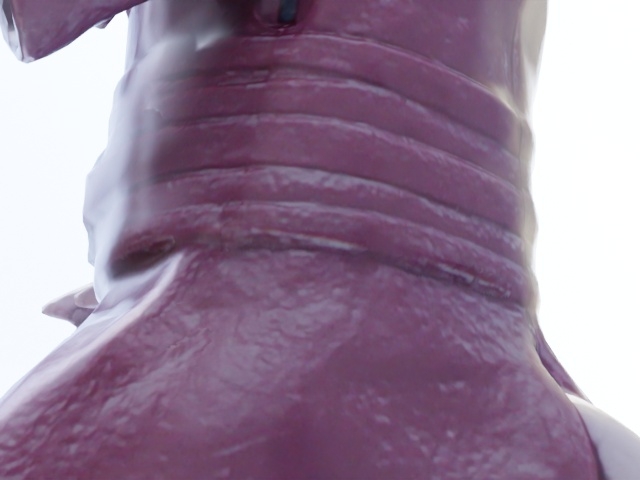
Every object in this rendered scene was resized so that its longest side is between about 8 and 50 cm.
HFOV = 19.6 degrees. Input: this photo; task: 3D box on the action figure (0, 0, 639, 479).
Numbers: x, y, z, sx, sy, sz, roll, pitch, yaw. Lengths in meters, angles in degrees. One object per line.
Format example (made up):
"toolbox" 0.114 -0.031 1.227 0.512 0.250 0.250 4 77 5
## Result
"action figure" 0.000 0.000 0.393 0.248 0.275 0.370 27 -117 -60
